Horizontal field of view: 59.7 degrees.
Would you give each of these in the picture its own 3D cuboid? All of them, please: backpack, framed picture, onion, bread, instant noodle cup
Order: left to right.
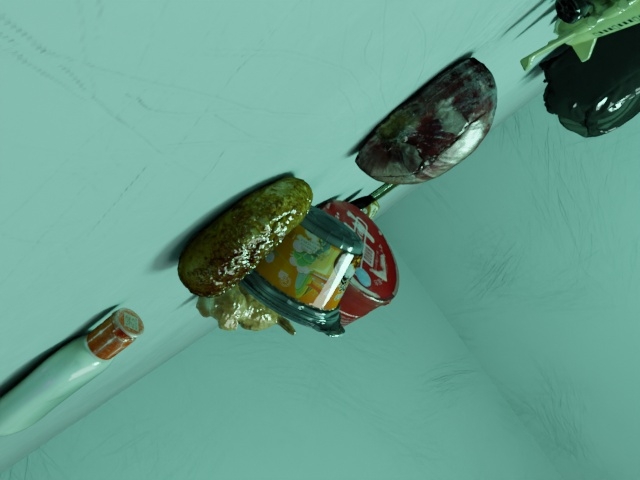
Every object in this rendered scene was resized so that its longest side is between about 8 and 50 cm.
[{"bbox_3d":[-0.082,-0.001,0.636,0.193,0.064,0.193,-39,178,-1],"label":"bread"},{"bbox_3d":[-0.019,0.023,0.784,0.125,0.208,0.177,-58,168,11],"label":"instant noodle cup"},{"bbox_3d":[0.173,-0.136,1.687,0.216,0.016,0.273,-36,177,-5],"label":"framed picture"},{"bbox_3d":[0.151,-0.139,0.731,0.151,0.098,0.206,-30,173,-47],"label":"onion"},{"bbox_3d":[0.728,-0.417,1.407,0.363,0.255,0.445,-37,162,11],"label":"backpack"}]

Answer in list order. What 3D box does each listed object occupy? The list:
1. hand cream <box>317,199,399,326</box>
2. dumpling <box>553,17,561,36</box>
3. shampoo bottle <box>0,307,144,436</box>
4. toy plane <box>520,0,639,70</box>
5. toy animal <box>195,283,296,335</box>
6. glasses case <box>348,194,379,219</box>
[{"bbox_3d":[0.030,0.050,1.076,0.149,0.230,0.230,-37,177,34],"label":"hand cream"},{"bbox_3d":[0.387,-0.337,0.847,0.059,0.043,0.077,-52,167,5],"label":"dumpling"},{"bbox_3d":[-0.303,0.157,0.674,0.221,0.051,0.108,-36,174,16],"label":"shampoo bottle"},{"bbox_3d":[0.363,-0.293,0.677,0.242,0.104,0.256,-33,176,-9],"label":"toy plane"},{"bbox_3d":[-0.139,0.139,1.102,0.104,0.184,0.185,-60,171,-5],"label":"toy animal"},{"bbox_3d":[0.000,0.000,1.271,0.321,0.082,0.122,-35,175,-15],"label":"glasses case"}]
